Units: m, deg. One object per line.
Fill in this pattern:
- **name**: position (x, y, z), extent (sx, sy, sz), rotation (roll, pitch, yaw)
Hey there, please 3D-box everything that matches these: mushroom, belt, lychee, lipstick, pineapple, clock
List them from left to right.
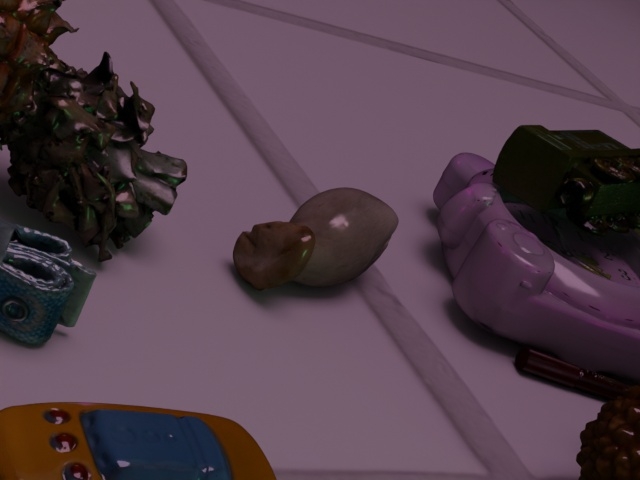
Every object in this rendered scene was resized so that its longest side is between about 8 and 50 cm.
- **belt**: position (-0.321, -0.011, 1.016), extent (0.302, 0.072, 0.087), rotation (23, 27, -10)
- **pineapple**: position (-0.244, -0.101, 1.153), extent (0.272, 0.262, 0.262), rotation (42, 16, -30)
- **mushroom**: position (0.000, -0.002, 1.308), extent (0.097, 0.088, 0.212), rotation (30, 29, 27)
- **clock**: position (0.268, 0.023, 1.504), extent (0.296, 0.113, 0.322), rotation (19, 25, -17)
- **lipstick**: position (0.283, 0.149, 1.381), extent (0.176, 0.027, 0.027), rotation (20, 26, -18)
- **lychee**: position (0.332, 0.210, 1.124), extent (0.238, 0.200, 0.200), rotation (27, 25, -4)

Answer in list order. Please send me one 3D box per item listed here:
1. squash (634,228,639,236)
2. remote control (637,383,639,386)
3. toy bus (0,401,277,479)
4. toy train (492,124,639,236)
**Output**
- **squash**: position (0.464, 0.035, 1.679), extent (0.118, 0.118, 0.370), rotation (18, 24, -20)
- **remote control**: position (0.421, 0.157, 1.373), extent (0.062, 0.144, 0.399), rotation (44, 26, 29)
- **toy bus**: position (-0.124, 0.169, 0.796), extent (0.210, 0.136, 0.126), rotation (10, 30, -31)
- **toy train**: position (0.307, -0.072, 1.496), extent (0.137, 0.090, 0.225), rotation (36, 24, 30)
